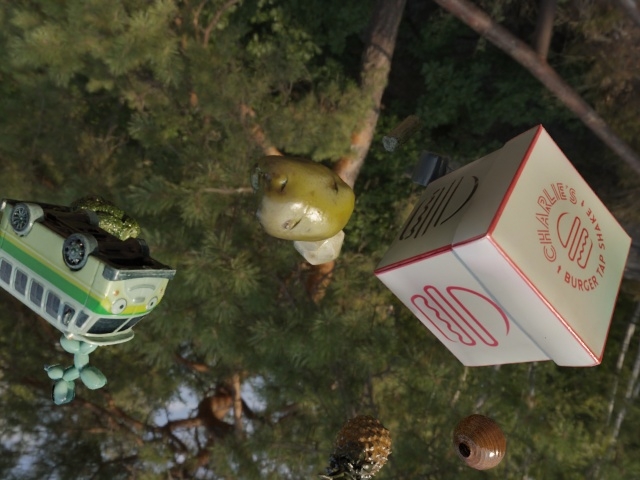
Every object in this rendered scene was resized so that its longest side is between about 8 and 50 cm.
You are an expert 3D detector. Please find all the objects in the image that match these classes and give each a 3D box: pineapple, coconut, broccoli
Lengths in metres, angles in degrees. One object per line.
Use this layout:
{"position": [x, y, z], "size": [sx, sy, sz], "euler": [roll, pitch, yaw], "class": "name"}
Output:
{"position": [0.088, 0.609, 1.393], "size": [0.169, 0.169, 0.340], "euler": [12, -173, 21], "class": "pineapple"}
{"position": [0.001, 0.000, 1.682], "size": [0.162, 0.161, 0.161], "euler": [46, -169, 11], "class": "coconut"}
{"position": [-0.466, -0.027, 1.067], "size": [0.162, 0.137, 0.146], "euler": [-4, -176, -32], "class": "broccoli"}

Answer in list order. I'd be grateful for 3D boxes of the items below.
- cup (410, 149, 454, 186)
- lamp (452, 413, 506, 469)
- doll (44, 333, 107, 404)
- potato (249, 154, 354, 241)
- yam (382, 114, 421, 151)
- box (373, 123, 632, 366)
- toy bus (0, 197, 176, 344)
{"position": [0.273, -0.165, 1.197], "size": [0.100, 0.077, 0.078], "euler": [22, -163, 18], "class": "cup"}
{"position": [0.413, 0.525, 1.320], "size": [0.137, 0.136, 0.136], "euler": [10, -177, -1], "class": "lamp"}
{"position": [-0.591, 0.298, 1.226], "size": [0.160, 0.158, 0.059], "euler": [-31, 171, 1], "class": "doll"}
{"position": [-0.033, -0.073, 0.889], "size": [0.201, 0.154, 0.137], "euler": [14, 161, -40], "class": "potato"}
{"position": [0.177, -0.234, 1.100], "size": [0.043, 0.094, 0.043], "euler": [38, 155, 21], "class": "yam"}
{"position": [0.348, 0.030, 0.976], "size": [0.312, 0.314, 0.300], "euler": [45, 146, -13], "class": "box"}
{"position": [-0.382, 0.049, 0.795], "size": [0.276, 0.164, 0.134], "euler": [26, -172, 25], "class": "toy bus"}
